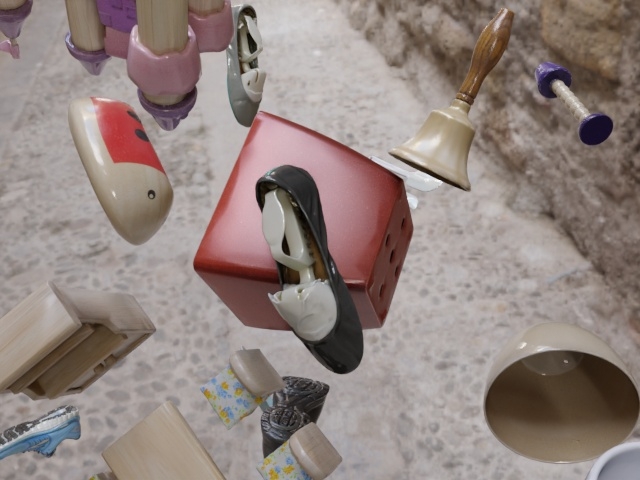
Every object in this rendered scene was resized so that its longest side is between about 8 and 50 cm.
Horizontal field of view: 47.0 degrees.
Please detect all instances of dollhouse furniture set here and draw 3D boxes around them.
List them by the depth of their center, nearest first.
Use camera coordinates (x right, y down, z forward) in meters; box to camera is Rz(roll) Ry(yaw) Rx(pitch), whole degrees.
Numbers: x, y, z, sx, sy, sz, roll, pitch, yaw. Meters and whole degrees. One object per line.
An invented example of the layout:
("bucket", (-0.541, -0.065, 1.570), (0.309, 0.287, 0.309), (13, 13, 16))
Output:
("dollhouse furniture set", (-0.240, 0.262, 0.939), (0.362, 0.256, 0.394), (-39, 78, 4))

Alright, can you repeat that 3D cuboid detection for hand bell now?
("hand bell", (0.199, -0.201, 1.003), (0.126, 0.242, 0.126), (25, 5, -2))

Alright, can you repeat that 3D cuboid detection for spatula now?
("spatula", (0.129, -0.107, 1.568), (0.168, 0.019, 0.242), (-46, 38, -10))

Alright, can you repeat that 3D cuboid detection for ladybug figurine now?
("ladybug figurine", (-0.473, -0.189, 1.768), (0.162, 0.305, 0.449), (-26, 57, -9))

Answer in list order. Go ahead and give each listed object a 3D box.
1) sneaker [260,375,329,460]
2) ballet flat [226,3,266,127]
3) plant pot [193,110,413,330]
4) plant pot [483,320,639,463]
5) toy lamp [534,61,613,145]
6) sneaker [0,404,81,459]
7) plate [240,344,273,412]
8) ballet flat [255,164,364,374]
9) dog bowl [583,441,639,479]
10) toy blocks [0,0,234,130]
("sneaker", (-0.057, 0.349, 1.393), (0.109, 0.130, 0.286), (11, 15, 12))
("ballet flat", (-0.128, -0.307, 1.283), (0.068, 0.213, 0.072), (-8, 1, 34))
("plant pot", (0.000, 0.000, 1.122), (0.236, 0.267, 0.267), (14, 69, 19))
("plant pot", (0.465, 0.269, 1.453), (0.284, 0.284, 0.191), (1, 30, 11))
("toy lamp", (0.533, -0.305, 1.579), (0.080, 0.080, 0.274), (-9, 38, -5))
("sneaker", (-0.486, 0.347, 1.259), (0.162, 0.073, 0.063), (-20, 13, -23))
("plate", (-0.136, 0.312, 1.578), (0.024, 0.188, 0.188), (-28, 35, -6))
("ballet flat", (-0.028, 0.040, 0.929), (0.095, 0.280, 0.096), (-23, -9, 31))
("dog bowl", (0.443, 0.389, 0.916), (0.265, 0.104, 0.265), (9, 35, -6))
("toy blocks", (-0.211, -0.265, 0.730), (0.289, 0.260, 0.308), (15, 55, 2))
